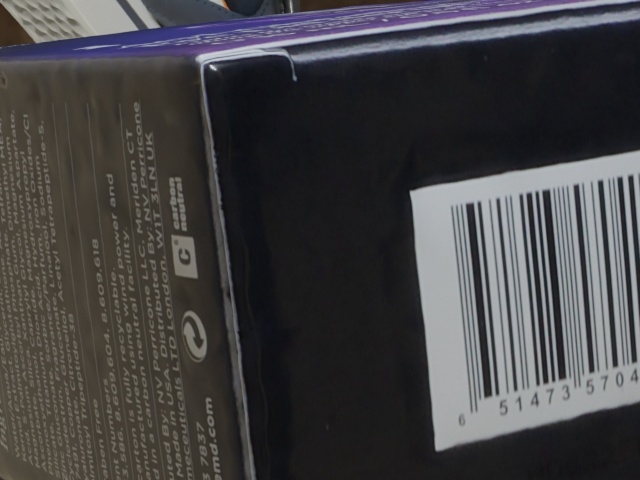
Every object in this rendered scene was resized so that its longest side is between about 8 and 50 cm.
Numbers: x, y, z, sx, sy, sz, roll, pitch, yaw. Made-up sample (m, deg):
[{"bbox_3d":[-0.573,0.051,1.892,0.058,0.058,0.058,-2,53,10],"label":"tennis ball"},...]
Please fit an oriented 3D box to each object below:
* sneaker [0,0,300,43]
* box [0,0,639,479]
[{"bbox_3d":[-0.060,-0.099,0.933,0.126,0.127,0.321,21,152,44],"label":"sneaker"},{"bbox_3d":[0.000,0.000,0.447,0.207,0.153,0.108,9,107,60],"label":"box"}]
